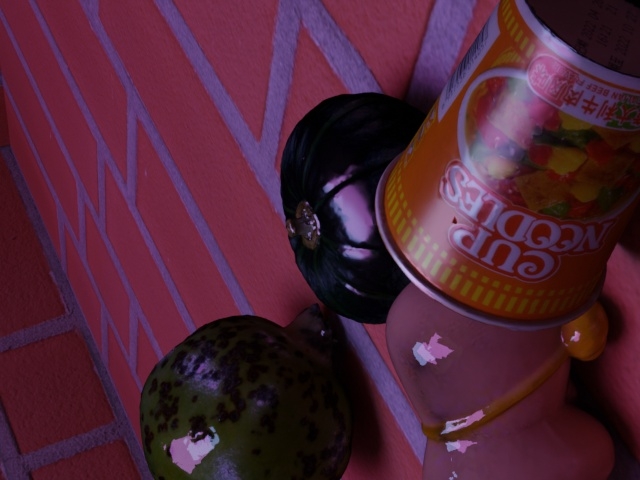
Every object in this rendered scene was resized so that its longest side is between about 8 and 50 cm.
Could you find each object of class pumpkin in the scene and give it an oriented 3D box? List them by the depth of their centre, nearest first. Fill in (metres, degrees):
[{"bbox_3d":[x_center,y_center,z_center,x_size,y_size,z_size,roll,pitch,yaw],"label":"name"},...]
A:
[{"bbox_3d":[0.038,-0.026,0.893,0.202,0.140,0.202,44,142,50],"label":"pumpkin"}]

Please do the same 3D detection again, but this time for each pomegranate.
[{"bbox_3d":[-0.072,0.191,1.215,0.254,0.270,0.254,42,-175,-5],"label":"pomegranate"}]

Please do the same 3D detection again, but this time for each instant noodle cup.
[{"bbox_3d":[0.136,-0.066,0.638,0.168,0.168,0.185,59,147,29],"label":"instant noodle cup"}]

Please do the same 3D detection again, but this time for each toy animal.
[{"bbox_3d":[0.129,0.113,0.783,0.165,0.149,0.248,-7,91,65],"label":"toy animal"}]
